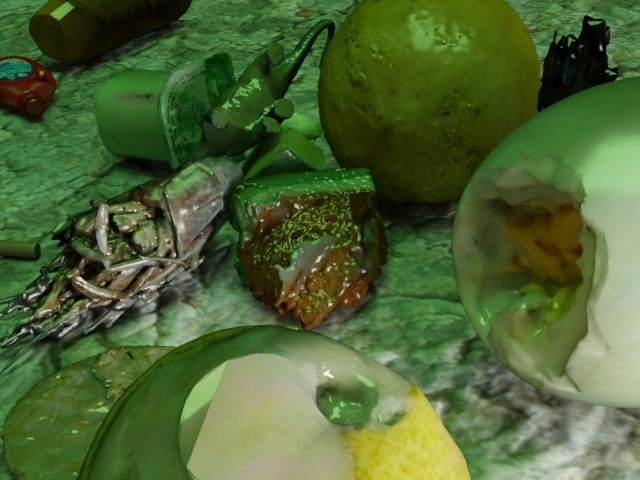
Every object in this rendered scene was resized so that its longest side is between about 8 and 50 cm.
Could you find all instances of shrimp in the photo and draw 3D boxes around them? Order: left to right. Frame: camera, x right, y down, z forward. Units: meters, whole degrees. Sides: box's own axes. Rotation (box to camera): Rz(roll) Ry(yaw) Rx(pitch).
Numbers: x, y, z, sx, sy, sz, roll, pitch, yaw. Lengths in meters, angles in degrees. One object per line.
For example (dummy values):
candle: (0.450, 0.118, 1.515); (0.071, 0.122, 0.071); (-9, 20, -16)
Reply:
shrimp: (-0.204, 0.014, 1.131); (0.343, 0.116, 0.145); (-37, 9, -33)
shrimp: (0.313, -0.093, 1.109); (0.222, 0.290, 0.054); (-6, 35, 9)

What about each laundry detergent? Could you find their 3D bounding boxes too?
laundry detergent: (-0.426, -0.219, 1.639); (0.097, 0.049, 0.165); (-15, 34, -24)

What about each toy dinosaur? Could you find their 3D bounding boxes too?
toy dinosaur: (-0.083, -0.156, 1.319); (0.363, 0.076, 0.147); (-48, 12, -21)

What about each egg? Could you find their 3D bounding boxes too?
egg: (0.294, -0.006, 0.971); (0.336, 0.278, 0.278); (-15, 31, -27)

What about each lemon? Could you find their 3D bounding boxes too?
lemon: (0.129, -0.179, 1.318); (0.257, 0.258, 0.310); (4, 35, 11)

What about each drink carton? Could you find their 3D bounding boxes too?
drink carton: (-0.197, -0.155, 1.423); (0.142, 0.146, 0.144); (8, 29, 34)

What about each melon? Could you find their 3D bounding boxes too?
melon: (-0.045, -0.094, 1.325); (0.064, 0.118, 0.209); (34, 23, -12)

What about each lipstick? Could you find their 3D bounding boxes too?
lipstick: (-0.355, 0.008, 1.248); (0.094, 0.019, 0.019); (4, 29, 10)

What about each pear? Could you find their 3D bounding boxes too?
pear: (-0.039, 0.187, 0.702); (0.271, 0.271, 0.271); (-1, 29, 1)

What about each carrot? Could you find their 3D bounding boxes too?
carrot: (-0.340, -0.370, 1.842); (0.114, 0.114, 0.302); (15, 31, 28)

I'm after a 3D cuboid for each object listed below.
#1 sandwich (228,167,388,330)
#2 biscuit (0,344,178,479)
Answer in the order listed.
sandwich: (0.007, -0.003, 1.157); (0.184, 0.109, 0.160); (-17, 30, -26)
biscuit: (-0.161, 0.152, 0.959); (0.219, 0.033, 0.220); (-2, 30, 1)
